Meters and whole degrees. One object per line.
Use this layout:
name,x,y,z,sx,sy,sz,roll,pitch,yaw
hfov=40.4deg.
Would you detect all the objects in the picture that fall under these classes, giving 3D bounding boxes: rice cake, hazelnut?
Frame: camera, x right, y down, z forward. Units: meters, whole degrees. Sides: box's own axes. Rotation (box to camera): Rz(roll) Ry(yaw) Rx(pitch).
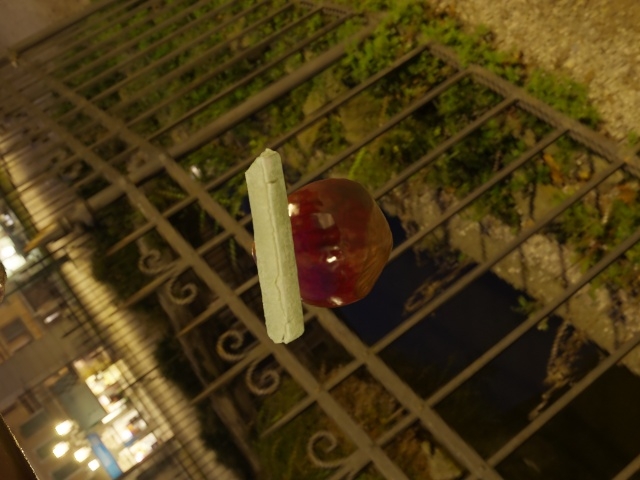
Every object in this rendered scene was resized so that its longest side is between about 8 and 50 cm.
rice cake,-0.040,0.006,0.756,0.029,0.033,0.171,0,102,28
hazelnut,0.007,-0.004,1.120,0.160,0.170,0.202,31,156,33

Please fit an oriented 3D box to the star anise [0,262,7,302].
star anise,-0.440,0.120,0.933,0.212,0.283,0.129,-19,136,36

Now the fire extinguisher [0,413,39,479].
fire extinguisher,-0.186,0.097,0.368,0.269,0.104,0.105,36,154,43
